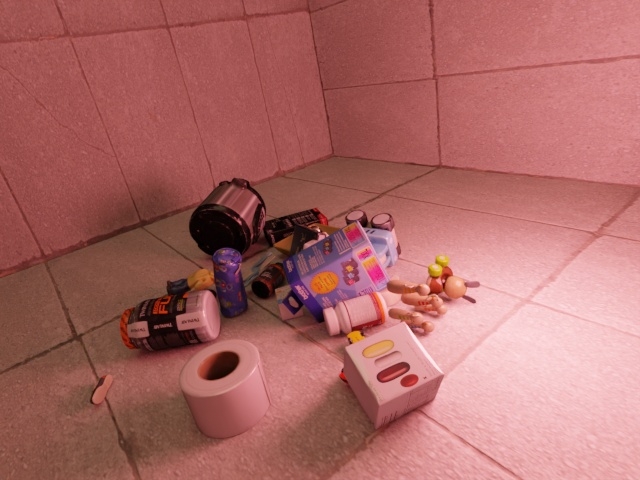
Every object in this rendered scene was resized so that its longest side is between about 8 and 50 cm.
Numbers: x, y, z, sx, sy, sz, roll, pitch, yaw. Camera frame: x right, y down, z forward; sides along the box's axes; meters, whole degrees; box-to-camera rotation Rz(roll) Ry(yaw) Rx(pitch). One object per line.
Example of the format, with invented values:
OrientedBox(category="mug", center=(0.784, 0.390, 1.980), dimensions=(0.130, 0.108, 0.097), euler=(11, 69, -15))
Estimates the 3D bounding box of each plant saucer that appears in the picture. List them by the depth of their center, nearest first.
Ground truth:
OrientedBox(category="plant saucer", center=(-0.028, 0.024, 2.165), dimensions=(0.333, 0.080, 0.333), euler=(-29, 30, -37))

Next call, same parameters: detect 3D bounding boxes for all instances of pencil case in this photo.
OrientedBox(category="pencil case", center=(-0.378, 0.180, 1.699), dimensions=(0.133, 0.305, 0.119), euler=(16, 34, 25))

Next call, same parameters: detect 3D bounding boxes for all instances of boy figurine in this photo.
OrientedBox(category="boy figurine", center=(-0.574, 0.193, 1.896), dimensions=(0.285, 0.092, 0.177), euler=(-15, 25, -15))

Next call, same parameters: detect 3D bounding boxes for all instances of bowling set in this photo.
OrientedBox(category="bowling set", center=(0.338, 0.270, 1.399), dimensions=(0.154, 0.287, 0.199), euler=(2, 69, 43))

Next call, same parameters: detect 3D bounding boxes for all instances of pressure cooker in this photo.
OrientedBox(category="pressure cooker", center=(-0.516, -0.143, 2.332), dimensions=(0.370, 0.375, 0.420), euler=(-24, 25, 26))

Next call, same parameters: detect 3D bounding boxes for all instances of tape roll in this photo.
OrientedBox(category="tape roll", center=(-0.288, 0.446, 1.232), dimensions=(0.246, 0.169, 0.246), euler=(-10, 24, 4))

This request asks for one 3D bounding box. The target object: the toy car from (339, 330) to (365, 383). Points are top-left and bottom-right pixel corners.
OrientedBox(category="toy car", center=(0.186, 0.385, 1.307), dimensions=(0.225, 0.053, 0.239), euler=(-4, 25, 13))

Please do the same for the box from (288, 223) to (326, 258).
OrientedBox(category="box", center=(-0.069, 0.054, 1.922), dimensions=(0.059, 0.232, 0.183), euler=(4, 14, -40))

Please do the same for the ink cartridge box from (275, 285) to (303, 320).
OrientedBox(category="ink cartridge box", center=(-0.135, 0.254, 1.687), dimensions=(0.092, 0.089, 0.143), euler=(-15, 25, -8))

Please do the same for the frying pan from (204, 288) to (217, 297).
OrientedBox(category="frying pan", center=(-0.603, 0.268, 1.903), dimensions=(0.197, 0.053, 0.326), euler=(-20, 24, -23))

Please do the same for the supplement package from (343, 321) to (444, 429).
OrientedBox(category="supplement package", center=(0.198, 0.376, 1.138), dimensions=(0.203, 0.149, 0.194), euler=(-19, 46, -18))

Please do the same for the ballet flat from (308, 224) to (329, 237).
OrientedBox(category="ballet flat", center=(0.000, 0.000, 1.977), dimensions=(0.108, 0.106, 0.316), euler=(-18, 25, -16))

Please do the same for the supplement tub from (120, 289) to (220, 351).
OrientedBox(category="supplement tub", center=(-0.588, 0.321, 1.589), dimensions=(0.338, 0.207, 0.207), euler=(-11, 24, 0))

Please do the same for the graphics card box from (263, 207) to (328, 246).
OrientedBox(category="graphics card box", center=(-0.160, -0.087, 2.450), dimensions=(0.371, 0.094, 0.233), euler=(-15, 25, -13))

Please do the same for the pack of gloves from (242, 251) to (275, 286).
OrientedBox(category="pack of gloves", center=(-0.300, 0.152, 1.933), dimensions=(0.232, 0.046, 0.195), euler=(-44, 16, -5))

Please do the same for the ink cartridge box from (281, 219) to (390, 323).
OrientedBox(category="ink cartridge box", center=(0.039, 0.141, 1.541), dimensions=(0.396, 0.270, 0.151), euler=(-28, 39, 6))

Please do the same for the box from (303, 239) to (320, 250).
OrientedBox(category="box", center=(0.013, 0.108, 1.766), dimensions=(0.181, 0.181, 0.119), euler=(13, 12, 13))

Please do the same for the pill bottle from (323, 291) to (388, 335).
OrientedBox(category="pill bottle", center=(0.128, 0.275, 1.490), dimensions=(0.221, 0.121, 0.121), euler=(-15, 24, -8))

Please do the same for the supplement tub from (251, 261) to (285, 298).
OrientedBox(category="supplement tub", center=(-0.232, 0.179, 1.877), dimensions=(0.106, 0.105, 0.198), euler=(1, 26, 25))

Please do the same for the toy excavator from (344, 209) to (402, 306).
OrientedBox(category="toy excavator", center=(0.228, 0.089, 1.816), dimensions=(0.433, 0.222, 0.445), euler=(9, 45, 36))

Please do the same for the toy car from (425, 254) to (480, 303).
OrientedBox(category="toy car", center=(0.514, 0.168, 1.544), dimensions=(0.189, 0.154, 0.149), euler=(18, 36, 31))

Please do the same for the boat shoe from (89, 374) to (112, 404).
OrientedBox(category="boat shoe", center=(-0.780, 0.526, 1.411), dimensions=(0.043, 0.049, 0.137), euler=(-15, 22, -1))
